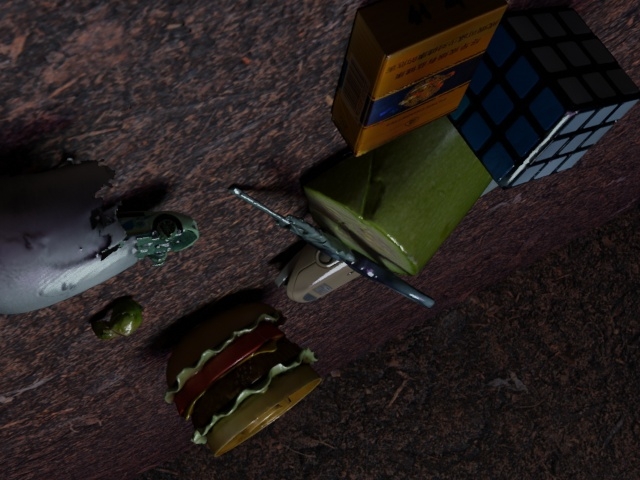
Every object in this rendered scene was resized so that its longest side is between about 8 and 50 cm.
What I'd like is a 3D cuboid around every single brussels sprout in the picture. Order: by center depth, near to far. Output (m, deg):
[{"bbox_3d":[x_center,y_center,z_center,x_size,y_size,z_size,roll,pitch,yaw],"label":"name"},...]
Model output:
[{"bbox_3d":[-0.298,0.121,1.463,0.083,0.051,0.046,-36,125,22],"label":"brussels sprout"}]

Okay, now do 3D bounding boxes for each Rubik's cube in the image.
[{"bbox_3d":[0.276,-0.184,1.281,0.163,0.162,0.160,-18,157,-41],"label":"Rubik's cube"}]

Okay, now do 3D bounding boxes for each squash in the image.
[{"bbox_3d":[0.149,-0.125,1.463,0.309,0.210,0.234,-56,167,-10],"label":"squash"}]

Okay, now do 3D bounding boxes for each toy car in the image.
[{"bbox_3d":[-0.233,-0.003,1.156,0.186,0.058,0.093,-10,159,-21],"label":"toy car"}]

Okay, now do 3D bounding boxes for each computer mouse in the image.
[{"bbox_3d":[0.034,0.023,1.692,0.236,0.082,0.145,-29,166,7],"label":"computer mouse"}]

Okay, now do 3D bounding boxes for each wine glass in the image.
[{"bbox_3d":[-0.330,0.025,0.911,0.321,0.143,0.143,-23,164,-25],"label":"wine glass"}]

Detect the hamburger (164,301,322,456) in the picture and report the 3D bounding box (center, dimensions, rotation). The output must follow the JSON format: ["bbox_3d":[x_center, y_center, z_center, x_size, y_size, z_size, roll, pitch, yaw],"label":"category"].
[{"bbox_3d":[-0.150,0.231,1.781,0.274,0.212,0.274,-35,169,-8],"label":"hamburger"}]

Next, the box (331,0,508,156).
[{"bbox_3d":[0.104,-0.196,1.125,0.152,0.070,0.237,-26,166,-14],"label":"box"}]

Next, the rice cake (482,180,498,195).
[{"bbox_3d":[0.319,-0.125,1.815,0.226,0.040,0.085,-34,165,16],"label":"rice cake"}]

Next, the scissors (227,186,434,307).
[{"bbox_3d":[0.000,0.000,1.413,0.029,0.256,0.383,-61,148,-1],"label":"scissors"}]
